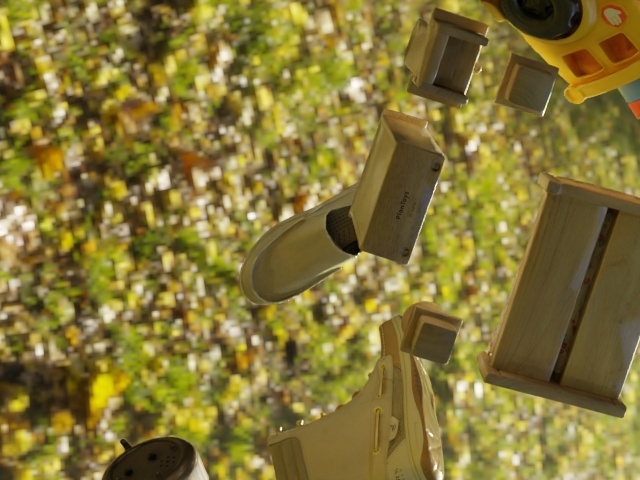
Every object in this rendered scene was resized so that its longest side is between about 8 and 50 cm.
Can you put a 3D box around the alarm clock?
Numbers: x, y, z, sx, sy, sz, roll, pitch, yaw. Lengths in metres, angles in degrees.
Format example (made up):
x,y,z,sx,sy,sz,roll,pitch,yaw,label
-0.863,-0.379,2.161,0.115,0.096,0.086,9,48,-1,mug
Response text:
x,y,z,sx,sy,sz,roll,pitch,yaw,label
-0.198,0.303,1.736,0.129,0.192,0.064,-30,121,-23,alarm clock

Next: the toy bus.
x,y,z,sx,sy,sz,roll,pitch,yaw,label
0.282,-0.201,1.199,0.211,0.220,0.149,52,55,-12,toy bus

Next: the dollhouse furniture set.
x,y,z,sx,sy,sz,roll,pitch,yaw,label
0.220,-0.024,1.321,0.174,0.356,0.303,-100,-153,-76,dollhouse furniture set

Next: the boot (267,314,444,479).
x,y,z,sx,sy,sz,roll,pitch,yaw,label
0.035,0.212,1.704,0.262,0.203,0.095,-96,163,-48,boot

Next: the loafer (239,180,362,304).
x,y,z,sx,sy,sz,roll,pitch,yaw,label
0.000,0.000,2.012,0.102,0.268,0.092,53,-1,-11,loafer
